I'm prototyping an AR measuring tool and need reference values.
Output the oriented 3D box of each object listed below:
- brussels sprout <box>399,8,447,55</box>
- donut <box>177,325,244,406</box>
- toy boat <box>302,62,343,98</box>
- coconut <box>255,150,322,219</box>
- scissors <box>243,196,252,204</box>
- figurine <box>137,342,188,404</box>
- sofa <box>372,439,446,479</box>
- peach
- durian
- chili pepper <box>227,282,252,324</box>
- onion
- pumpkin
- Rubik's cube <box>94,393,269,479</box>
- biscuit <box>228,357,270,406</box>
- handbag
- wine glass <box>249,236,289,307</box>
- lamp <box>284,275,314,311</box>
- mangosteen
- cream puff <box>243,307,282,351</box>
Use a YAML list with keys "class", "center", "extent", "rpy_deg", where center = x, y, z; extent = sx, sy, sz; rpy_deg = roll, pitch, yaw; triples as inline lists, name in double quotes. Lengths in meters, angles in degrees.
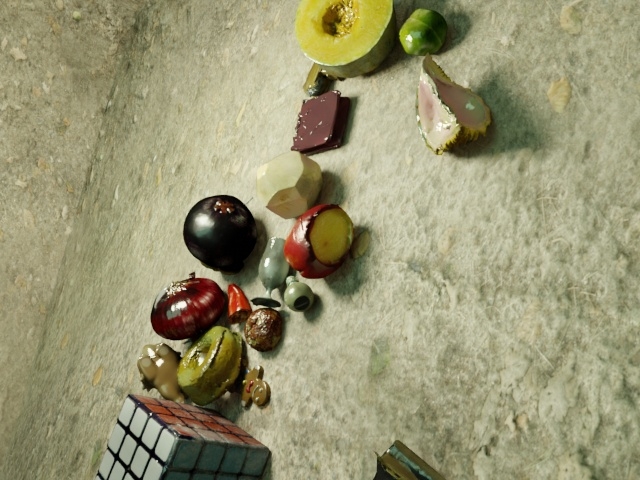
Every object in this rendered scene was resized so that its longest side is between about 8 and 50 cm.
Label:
- class: "brussels sprout"
  center: [0.308, -0.618, 1.785]
  extent: [0.155, 0.117, 0.155]
  rpy_deg: [-34, 29, 21]
- class: "donut"
  center: [-0.369, 0.396, 1.949]
  extent: [0.272, 0.107, 0.272]
  rpy_deg: [-32, 31, 22]
- class: "toy boat"
  center: [0.052, -0.636, 2.087]
  extent: [0.121, 0.089, 0.321]
  rpy_deg: [35, 96, 43]
- class: "coconut"
  center: [-0.106, -0.189, 1.924]
  extent: [0.237, 0.237, 0.197]
  rpy_deg: [-26, 52, 36]
- class: "scissors"
  center: [-0.285, -0.142, 2.256]
  extent: [0.083, 0.006, 0.036]
  rpy_deg: [-38, 45, 28]
- class: "figurine"
  center: [-0.547, 0.475, 2.113]
  extent: [0.177, 0.247, 0.173]
  rpy_deg: [-57, -3, -28]
- class: "sofa"
  center: [0.170, 0.606, 1.316]
  extent: [0.200, 0.182, 0.258]
  rpy_deg: [34, 97, 31]
- class: "peach"
  center: [0.000, 0.000, 1.749]
  extent: [0.190, 0.196, 0.226]
  rpy_deg: [45, 110, 13]
- class: "durian"
  center: [0.326, -0.335, 1.607]
  extent: [0.305, 0.185, 0.195]
  rpy_deg: [66, 146, 34]
- class: "chili pepper"
  center: [-0.293, 0.206, 2.056]
  extent: [0.088, 0.065, 0.169]
  rpy_deg: [-34, 42, 10]
- class: "onion"
  center: [-0.456, 0.267, 2.097]
  extent: [0.273, 0.285, 0.273]
  rpy_deg: [-14, 21, 5]
- class: "pumpkin"
  center: [0.105, -0.691, 1.935]
  extent: [0.332, 0.199, 0.332]
  rpy_deg: [-4, 80, 26]
- class: "Rubik's cube"
  center: [-0.412, 0.680, 1.726]
  extent: [0.344, 0.344, 0.337]
  rpy_deg: [12, 81, 50]
- class: "biscuit"
  center: [-0.226, 0.455, 1.879]
  extent: [0.205, 0.031, 0.138]
  rpy_deg: [23, 88, 48]
- class: "handbag"
  center: [-0.002, -0.399, 2.036]
  extent: [0.216, 0.074, 0.203]
  rpy_deg: [-7, 66, 47]
- class: "wine glass"
  center: [-0.155, 0.105, 1.923]
  extent: [0.103, 0.103, 0.222]
  rpy_deg: [-13, 57, 43]
- class: "lamp"
  center: [-0.076, 0.156, 1.839]
  extent: [0.091, 0.091, 0.163]
  rpy_deg: [-55, 25, 11]
- class: "mangosteen"
  center: [-0.359, -0.005, 2.108]
  extent: [0.275, 0.275, 0.302]
  rpy_deg: [-114, 28, -42]
- class: "cream puff"
  center: [-0.188, 0.281, 1.883]
  extent: [0.149, 0.084, 0.149]
  rpy_deg: [-23, 56, 40]
